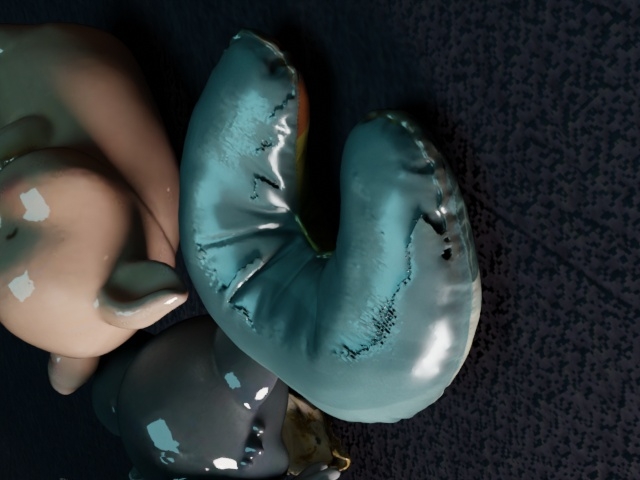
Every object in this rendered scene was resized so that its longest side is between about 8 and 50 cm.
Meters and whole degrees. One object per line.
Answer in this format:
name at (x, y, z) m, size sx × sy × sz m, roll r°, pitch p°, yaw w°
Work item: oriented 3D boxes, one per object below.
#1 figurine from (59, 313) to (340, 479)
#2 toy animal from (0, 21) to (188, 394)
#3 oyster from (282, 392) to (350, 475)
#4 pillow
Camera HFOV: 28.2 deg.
figurine at (-0.106, 0.164, 0.875) m, size 0.193 × 0.265 × 0.140 m, roll -13°, pitch 124°, yaw 43°
toy animal at (-0.173, -0.034, 0.901) m, size 0.166 × 0.154 × 0.250 m, roll 121°, pitch 146°, yaw -62°
oyster at (-0.007, 0.146, 0.928) m, size 0.093 × 0.034 × 0.051 m, roll 52°, pitch 134°, yaw 40°
pillow at (0.000, 0.000, 0.758) m, size 0.233 × 0.086 × 0.214 m, roll 34°, pitch 132°, yaw 39°
